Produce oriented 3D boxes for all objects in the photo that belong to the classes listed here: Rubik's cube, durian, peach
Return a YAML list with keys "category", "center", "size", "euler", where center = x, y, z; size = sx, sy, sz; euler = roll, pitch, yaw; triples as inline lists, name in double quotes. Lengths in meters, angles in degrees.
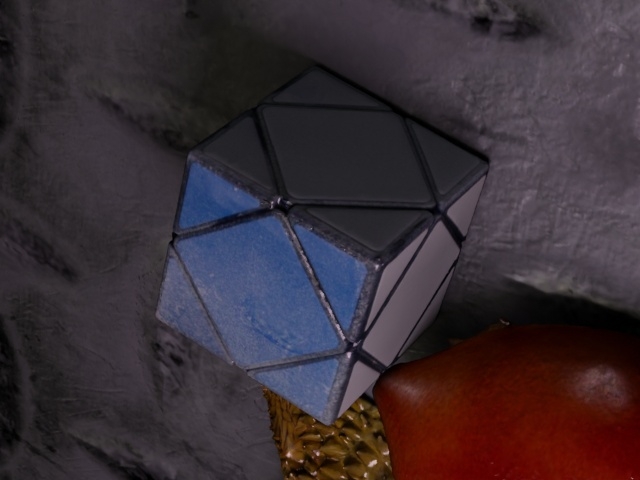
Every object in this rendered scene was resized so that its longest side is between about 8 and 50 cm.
- category: "Rubik's cube"
  center: [0.000, 0.000, 1.375]
  size: [0.205, 0.207, 0.205]
  euler: [32, 133, 19]
- category: "durian"
  center: [0.052, 0.282, 1.593]
  size: [0.195, 0.185, 0.305]
  euler: [-6, 106, 14]
- category: "peach"
  center: [0.195, 0.213, 1.337]
  size: [0.361, 0.201, 0.258]
  euler: [15, 127, 15]
